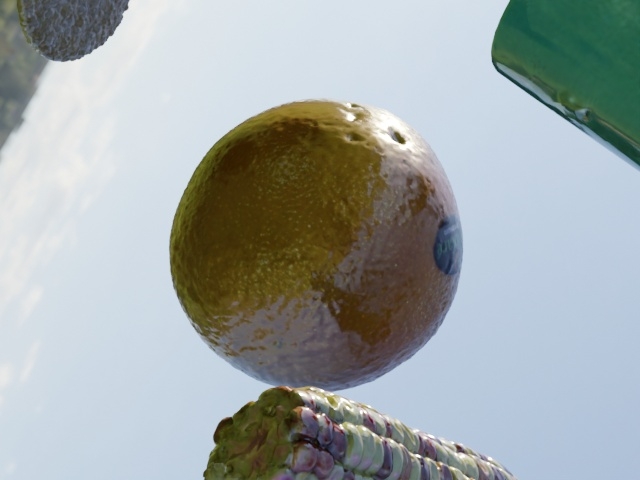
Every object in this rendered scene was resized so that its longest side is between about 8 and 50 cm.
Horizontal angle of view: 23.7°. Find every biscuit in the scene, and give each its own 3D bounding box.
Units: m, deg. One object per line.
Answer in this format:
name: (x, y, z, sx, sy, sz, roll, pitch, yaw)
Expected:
biscuit: (-0.158, -0.174, 1.006, 0.120, 0.015, 0.120, -43, 146, -40)

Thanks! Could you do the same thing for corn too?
corn: (0.033, 0.133, 0.786, 0.092, 0.280, 0.092, -13, -117, 28)

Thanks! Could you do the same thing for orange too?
orange: (0.000, 0.000, 1.017, 0.206, 0.206, 0.206, -52, -164, 22)

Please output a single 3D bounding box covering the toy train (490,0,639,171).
toy train: (0.178, -0.054, 0.518, 0.159, 0.248, 0.101, -49, 158, -10)
